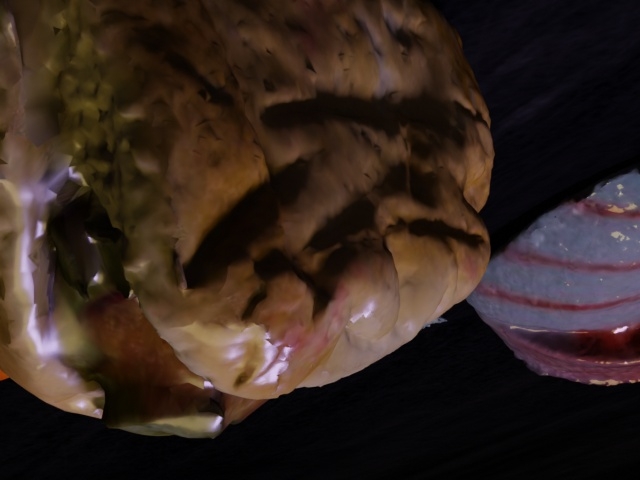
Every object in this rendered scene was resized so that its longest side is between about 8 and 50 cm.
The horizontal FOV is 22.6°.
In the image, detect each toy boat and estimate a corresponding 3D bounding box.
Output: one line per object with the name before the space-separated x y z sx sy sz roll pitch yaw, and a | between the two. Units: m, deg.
toy boat | 0.207 0.014 1.147 0.206 0.096 0.282 3 155 6

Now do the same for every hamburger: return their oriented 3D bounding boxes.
hamburger | -0.054 -0.019 0.643 0.162 0.209 0.330 -20 159 28

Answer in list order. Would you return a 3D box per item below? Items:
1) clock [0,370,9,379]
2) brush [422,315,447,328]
clock | -0.267 0.035 0.894 0.255 0.106 0.220 -21 162 19
brush | 0.024 0.056 1.276 0.082 0.010 0.218 -17 161 24
